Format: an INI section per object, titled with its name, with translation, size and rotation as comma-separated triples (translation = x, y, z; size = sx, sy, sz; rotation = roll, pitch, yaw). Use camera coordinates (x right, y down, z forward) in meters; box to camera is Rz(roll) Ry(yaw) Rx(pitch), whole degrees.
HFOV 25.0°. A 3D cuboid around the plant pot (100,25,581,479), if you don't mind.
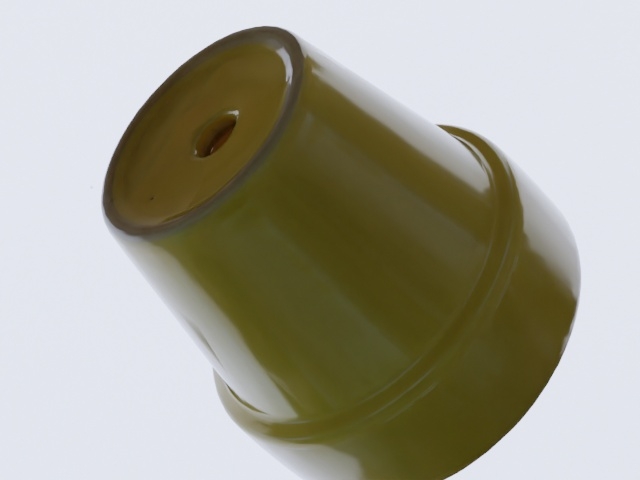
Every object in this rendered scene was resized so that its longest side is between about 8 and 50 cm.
[plant pot]
translation = 0.000, 0.000, 0.921
size = 0.254, 0.254, 0.239
rotation = -50, -55, -4
